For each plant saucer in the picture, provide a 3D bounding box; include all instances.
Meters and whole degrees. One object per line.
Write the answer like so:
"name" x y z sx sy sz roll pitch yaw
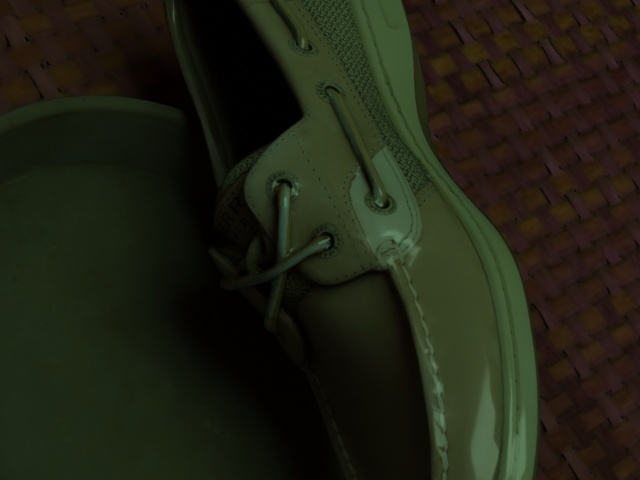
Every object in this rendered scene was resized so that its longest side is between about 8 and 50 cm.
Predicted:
"plant saucer" -0.070 0.060 0.872 0.277 0.041 0.278 19 51 -25

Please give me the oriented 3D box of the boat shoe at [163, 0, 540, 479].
"boat shoe" 0.000 0.000 0.864 0.110 0.122 0.341 6 48 -29
